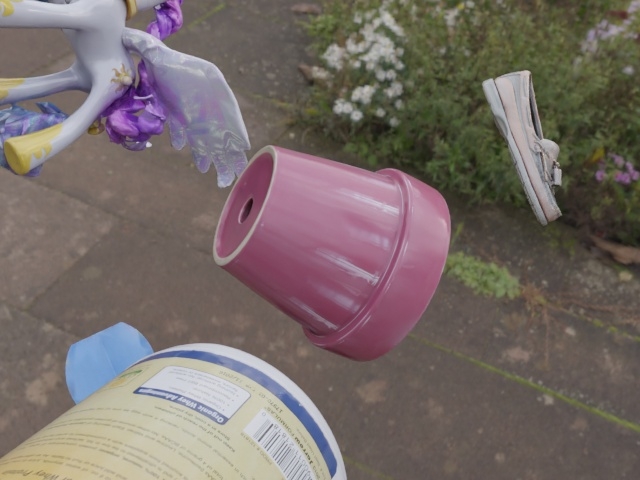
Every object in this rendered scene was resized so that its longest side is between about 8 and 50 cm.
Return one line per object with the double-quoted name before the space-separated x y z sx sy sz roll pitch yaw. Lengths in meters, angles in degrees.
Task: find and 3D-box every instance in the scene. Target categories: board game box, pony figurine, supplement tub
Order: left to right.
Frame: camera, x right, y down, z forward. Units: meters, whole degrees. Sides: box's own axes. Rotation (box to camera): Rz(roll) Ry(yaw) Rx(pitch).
"board game box" -0.355 0.218 1.303 0.168 0.033 0.133 -26 95 -47
"pony figurine" -0.270 -0.225 1.004 0.302 0.351 0.363 20 39 34
"supplement tub" -0.130 0.225 0.510 0.228 0.228 0.316 22 21 14

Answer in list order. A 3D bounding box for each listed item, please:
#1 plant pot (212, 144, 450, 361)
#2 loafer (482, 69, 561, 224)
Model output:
"plant pot" 0.000 0.000 0.786 0.180 0.201 0.201 25 35 -23
"loafer" 0.159 -0.074 0.584 0.039 0.045 0.125 -22 68 14
